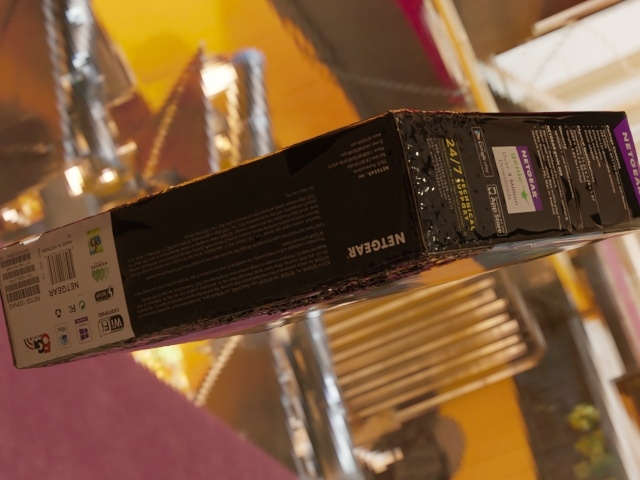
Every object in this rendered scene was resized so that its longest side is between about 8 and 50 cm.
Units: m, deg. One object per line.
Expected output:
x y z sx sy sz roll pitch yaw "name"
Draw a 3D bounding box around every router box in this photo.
0.000 0.000 0.519 0.133 0.179 0.046 -6 82 -50 "router box"
